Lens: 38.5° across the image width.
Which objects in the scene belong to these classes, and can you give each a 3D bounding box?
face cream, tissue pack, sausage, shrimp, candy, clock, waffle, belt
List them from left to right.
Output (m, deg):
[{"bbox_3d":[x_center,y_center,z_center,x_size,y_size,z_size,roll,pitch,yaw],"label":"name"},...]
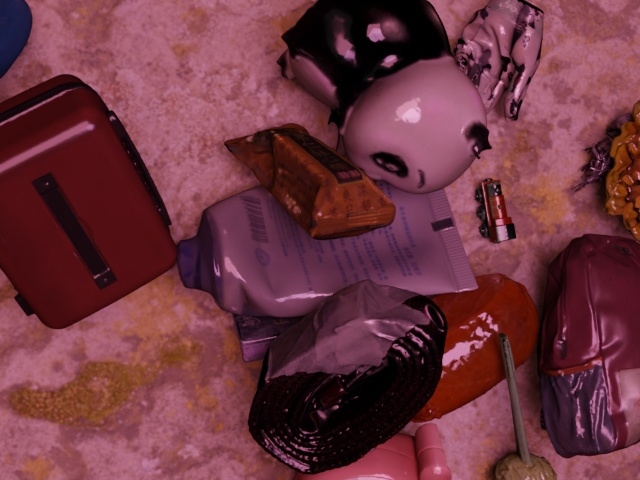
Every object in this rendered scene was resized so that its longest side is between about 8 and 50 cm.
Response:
[{"bbox_3d":[-0.047,0.121,1.333,0.156,0.112,0.051,-10,118,-9],"label":"tissue pack"},{"bbox_3d":[-0.024,-0.094,1.282,0.143,0.271,0.101,-10,129,-31],"label":"candy"},{"bbox_3d":[0.000,0.000,1.336,0.420,0.137,0.235,-10,62,-11],"label":"face cream"},{"bbox_3d":[0.039,0.172,1.227,0.289,0.164,0.184,-38,101,20],"label":"belt"},{"bbox_3d":[0.062,0.378,1.328,0.241,0.142,0.227,-5,115,0],"label":"clock"},{"bbox_3d":[0.203,0.156,1.352,0.268,0.153,0.141,-31,119,-9],"label":"sausage"},{"bbox_3d":[0.286,0.267,1.332,0.092,0.093,0.336,-10,120,9],"label":"candy"},{"bbox_3d":[0.453,-0.134,1.451,0.165,0.056,0.065,-43,110,-18],"label":"shrimp"},{"bbox_3d":[0.543,-0.097,1.437,0.243,0.058,0.238,17,73,-29],"label":"waffle"}]

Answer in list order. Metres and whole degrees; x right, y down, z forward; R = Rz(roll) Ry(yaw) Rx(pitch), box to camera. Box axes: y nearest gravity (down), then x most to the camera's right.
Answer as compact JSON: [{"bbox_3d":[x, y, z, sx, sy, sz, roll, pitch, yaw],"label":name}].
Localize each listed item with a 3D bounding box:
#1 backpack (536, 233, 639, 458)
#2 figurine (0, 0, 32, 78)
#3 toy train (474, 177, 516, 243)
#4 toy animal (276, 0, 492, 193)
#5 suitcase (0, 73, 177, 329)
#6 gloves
[{"bbox_3d":[0.421,0.148,1.357,0.283,0.197,0.317,1,75,-44],"label":"backpack"},{"bbox_3d":[-0.567,-0.201,1.214,0.416,0.298,0.243,-25,58,-11],"label":"figurine"},{"bbox_3d":[0.269,-0.046,1.414,0.044,0.064,0.103,-9,90,-8],"label":"toy train"},{"bbox_3d":[0.103,-0.213,1.299,0.251,0.251,0.310,-40,92,-8],"label":"toy animal"},{"bbox_3d":[-0.339,-0.048,1.210,0.236,0.161,0.297,-30,131,-9],"label":"suitcase"},{"bbox_3d":[0.261,-0.266,1.406,0.127,0.111,0.212,21,114,-13],"label":"gloves"}]
